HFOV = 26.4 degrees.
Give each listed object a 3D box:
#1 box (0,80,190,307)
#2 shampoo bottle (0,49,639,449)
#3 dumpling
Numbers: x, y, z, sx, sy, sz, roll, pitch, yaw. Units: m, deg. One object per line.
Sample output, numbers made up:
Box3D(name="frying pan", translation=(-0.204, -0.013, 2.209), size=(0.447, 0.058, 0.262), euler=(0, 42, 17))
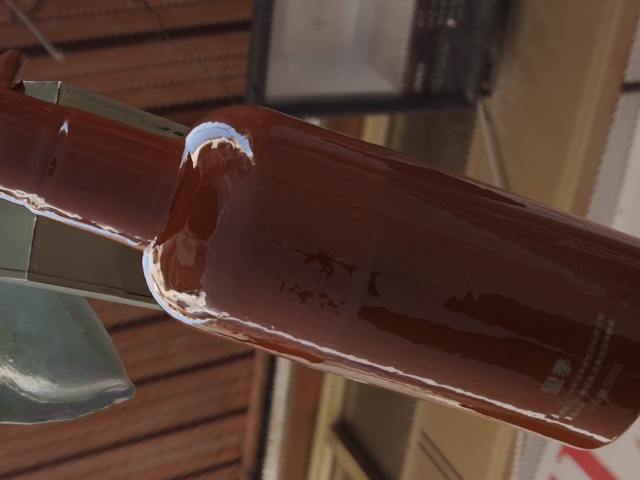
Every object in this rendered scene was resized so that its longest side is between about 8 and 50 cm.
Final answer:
Box3D(name="box", translation=(-0.145, -0.023, 0.970), size=(0.225, 0.086, 0.129), euler=(17, -100, -56))
Box3D(name="shampoo bottle", translation=(0.000, 0.001, 0.463), size=(0.244, 0.085, 0.085), euler=(20, -69, -16))
Box3D(name="dumpling", translation=(-0.283, 0.101, 1.339), size=(0.149, 0.105, 0.216), euler=(-39, -77, 20))
